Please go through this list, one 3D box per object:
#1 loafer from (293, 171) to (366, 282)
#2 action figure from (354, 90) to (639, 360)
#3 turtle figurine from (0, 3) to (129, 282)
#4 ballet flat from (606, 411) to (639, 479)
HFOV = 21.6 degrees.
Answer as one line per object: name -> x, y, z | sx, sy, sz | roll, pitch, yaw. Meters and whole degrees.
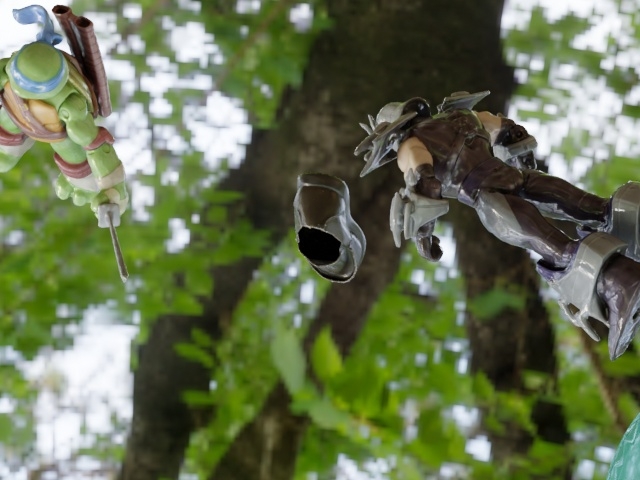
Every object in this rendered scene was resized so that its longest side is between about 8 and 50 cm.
loafer -> 0.000, 0.000, 2.008 | 0.080, 0.220, 0.078 | 9, -116, 16
action figure -> 0.144, -0.032, 1.300 | 0.285, 0.099, 0.185 | 32, -133, 26
turtle figurine -> -0.286, -0.071, 1.596 | 0.198, 0.274, 0.266 | -7, 173, -4
ballet flat -> 0.265, 0.245, 1.280 | 0.124, 0.342, 0.116 | 6, -148, -20
